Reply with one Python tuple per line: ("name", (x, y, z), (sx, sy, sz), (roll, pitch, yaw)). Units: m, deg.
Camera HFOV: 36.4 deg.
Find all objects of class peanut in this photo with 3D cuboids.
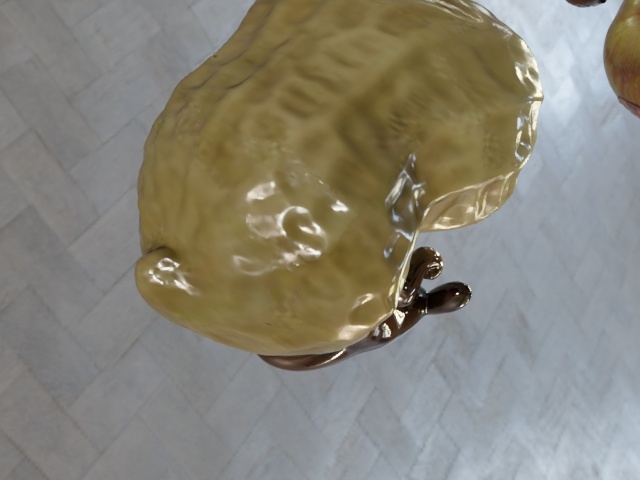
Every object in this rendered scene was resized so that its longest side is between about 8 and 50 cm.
("peanut", (-0.001, -0.046, 0.516), (0.233, 0.197, 0.110), (-47, 146, -19))

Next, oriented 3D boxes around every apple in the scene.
("apple", (0.472, -0.249, 1.255), (0.188, 0.211, 0.211), (40, 50, -44))

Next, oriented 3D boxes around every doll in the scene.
("doll", (0.001, -0.003, 1.154), (0.339, 0.318, 0.209), (66, 21, -44))

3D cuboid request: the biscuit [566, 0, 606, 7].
("biscuit", (0.350, -0.399, 1.265), (0.049, 0.192, 0.192), (-5, 80, -28))
